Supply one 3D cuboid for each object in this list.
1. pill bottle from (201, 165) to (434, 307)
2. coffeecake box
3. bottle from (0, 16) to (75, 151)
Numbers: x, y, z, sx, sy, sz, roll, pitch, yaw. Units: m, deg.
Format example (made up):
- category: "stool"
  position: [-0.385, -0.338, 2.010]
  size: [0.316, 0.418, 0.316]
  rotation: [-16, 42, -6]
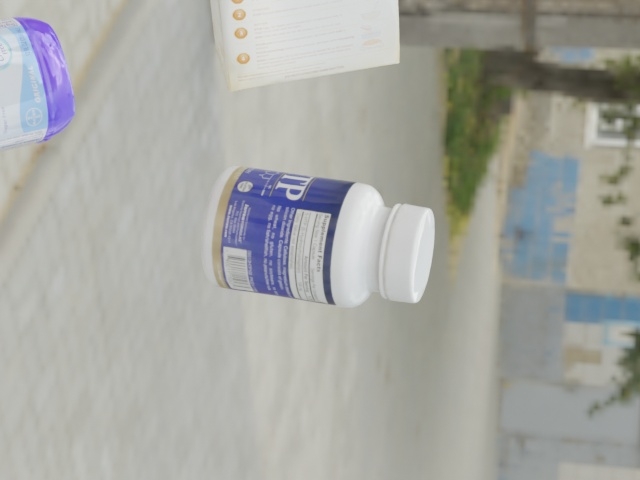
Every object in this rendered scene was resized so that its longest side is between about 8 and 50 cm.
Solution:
- category: "pill bottle"
  position: [0.000, 0.000, 1.404]
  size: [0.112, 0.187, 0.112]
  rotation: [9, 90, -75]
- category: "coffeecake box"
  position: [-0.016, -0.220, 1.247]
  size: [0.068, 0.142, 0.185]
  rotation: [-110, -167, -49]
- category: "bottle"
  position: [-0.355, -0.119, 1.393]
  size: [0.283, 0.092, 0.118]
  rotation: [-16, 93, -37]
